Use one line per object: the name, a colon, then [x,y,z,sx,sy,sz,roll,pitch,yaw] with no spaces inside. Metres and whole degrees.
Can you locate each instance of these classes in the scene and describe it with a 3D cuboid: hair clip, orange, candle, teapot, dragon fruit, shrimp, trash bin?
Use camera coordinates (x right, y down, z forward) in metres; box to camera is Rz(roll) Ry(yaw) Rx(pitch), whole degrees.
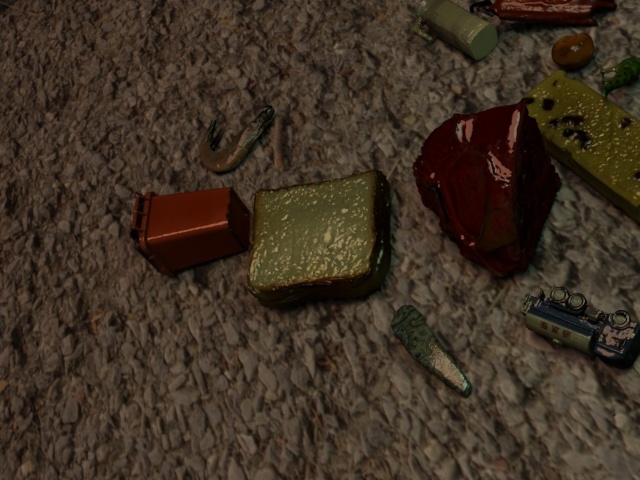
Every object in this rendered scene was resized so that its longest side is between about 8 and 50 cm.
hair clip: [0.195,0.195,1.492,0.066,0.036,0.229,-45,48,6]
orange: [0.507,-0.375,1.662,0.086,0.062,0.086,-22,23,10]
candle: [0.464,-0.495,1.743,0.301,0.059,0.084,5,72,18]
teapot: [0.289,-0.468,1.846,0.107,0.077,0.200,-43,49,-1]
dragon fruit: [0.302,-0.088,1.559,0.330,0.240,0.303,7,91,58]
shrimp: [-0.208,-0.262,2.035,0.219,0.046,0.152,-46,51,-2]
trash bin: [-0.290,-0.036,1.851,0.238,0.184,0.161,-12,55,18]

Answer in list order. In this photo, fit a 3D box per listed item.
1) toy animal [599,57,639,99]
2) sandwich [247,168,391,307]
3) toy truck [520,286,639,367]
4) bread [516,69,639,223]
toy animal: [0.553,-0.307,1.566,0.075,0.041,0.217,5,31,47]
sandwich: [0.000,0.000,1.700,0.301,0.099,0.271,-9,61,23]
toy truck: [0.426,0.139,1.364,0.201,0.074,0.088,23,78,40]
bread: [0.508,-0.186,1.526,0.138,0.077,0.361,-40,48,1]
